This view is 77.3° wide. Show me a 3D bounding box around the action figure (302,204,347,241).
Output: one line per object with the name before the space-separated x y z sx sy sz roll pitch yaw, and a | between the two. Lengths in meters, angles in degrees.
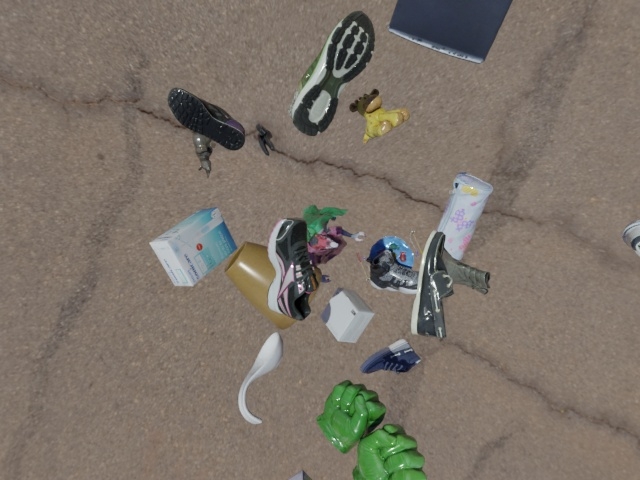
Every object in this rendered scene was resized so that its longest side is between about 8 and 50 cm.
action figure | -0.014 -0.044 1.085 0.138 0.232 0.063 -3 107 17

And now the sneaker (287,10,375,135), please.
sneaker | 0.009 -0.539 1.269 0.158 0.182 0.410 30 96 -40

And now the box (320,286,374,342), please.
box | 0.122 0.345 1.854 0.119 0.181 0.181 17 111 -39

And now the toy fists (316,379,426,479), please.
toy fists | 0.103 0.420 0.854 0.142 0.279 0.096 -48 131 0

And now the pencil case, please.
pencil case | 0.426 -0.066 1.234 0.124 0.113 0.272 -15 130 -36

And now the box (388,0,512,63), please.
box | 0.169 -0.307 0.423 0.108 0.153 0.206 25 118 9

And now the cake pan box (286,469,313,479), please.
cake pan box | -0.067 0.610 0.783 0.267 0.070 0.245 -34 103 6

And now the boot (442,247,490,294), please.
boot | 0.398 0.077 1.131 0.161 0.246 0.083 14 74 31

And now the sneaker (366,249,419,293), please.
sneaker | 0.302 0.119 1.553 0.269 0.101 0.152 0 128 32

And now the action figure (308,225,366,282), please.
action figure | 0.000 0.000 1.589 0.276 0.370 0.248 40 85 8

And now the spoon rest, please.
spoon rest | -0.182 0.406 1.224 0.084 0.276 0.137 30 140 -19

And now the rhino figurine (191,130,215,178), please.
rhino figurine | -0.472 -0.373 1.624 0.073 0.106 0.242 -11 95 -34

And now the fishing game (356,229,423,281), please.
fishing game | 0.292 0.077 1.657 0.265 0.041 0.188 -19 97 14

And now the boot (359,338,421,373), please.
boot | 0.220 0.382 1.248 0.190 0.086 0.069 -24 141 -22

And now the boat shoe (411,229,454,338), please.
boat shoe | 0.251 0.094 0.862 0.079 0.084 0.232 7 90 27

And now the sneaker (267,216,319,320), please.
sneaker | -0.033 0.048 0.632 0.072 0.077 0.178 -24 128 -41

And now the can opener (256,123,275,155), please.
can opener | -0.201 -0.354 1.440 0.059 0.186 0.073 -43 130 20

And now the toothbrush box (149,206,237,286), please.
toothbrush box | -0.522 0.023 1.680 0.126 0.295 0.216 -4 118 36

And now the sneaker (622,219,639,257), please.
sneaker | 0.767 0.048 0.832 0.258 0.091 0.094 25 131 14

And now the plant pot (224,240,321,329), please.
plant pot | -0.169 0.121 1.284 0.255 0.237 0.237 35 94 -16

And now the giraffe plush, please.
giraffe plush | 0.217 -0.502 1.570 0.181 0.210 0.170 -39 105 -35

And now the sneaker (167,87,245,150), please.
sneaker | -0.389 -0.426 1.382 0.283 0.124 0.107 34 119 -29
